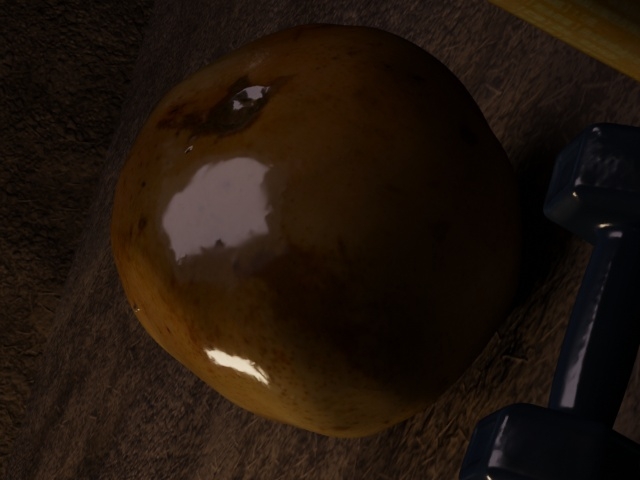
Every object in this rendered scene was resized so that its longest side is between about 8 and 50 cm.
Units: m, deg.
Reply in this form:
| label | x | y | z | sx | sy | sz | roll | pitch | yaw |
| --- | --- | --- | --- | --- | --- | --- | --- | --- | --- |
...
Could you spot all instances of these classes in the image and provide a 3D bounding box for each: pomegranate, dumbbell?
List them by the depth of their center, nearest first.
| label | x | y | z | sx | sy | sz | roll | pitch | yaw |
| --- | --- | --- | --- | --- | --- | --- | --- | --- | --- |
| dumbbell | 0.220 | 0.070 | 1.414 | 0.143 | 0.156 | 0.316 | 51 | -126 | -61 |
| pomegranate | 0.000 | 0.000 | 1.768 | 0.417 | 0.416 | 0.417 | -53 | 22 | 33 |

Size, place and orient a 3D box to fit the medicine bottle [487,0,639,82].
| label | x | y | z | sx | sy | sz | roll | pitch | yaw |
| --- | --- | --- | --- | --- | --- | --- | --- | --- | --- |
| medicine bottle | 0.277 | -0.085 | 1.012 | 0.108 | 0.426 | 0.108 | -51 | 25 | 35 |
